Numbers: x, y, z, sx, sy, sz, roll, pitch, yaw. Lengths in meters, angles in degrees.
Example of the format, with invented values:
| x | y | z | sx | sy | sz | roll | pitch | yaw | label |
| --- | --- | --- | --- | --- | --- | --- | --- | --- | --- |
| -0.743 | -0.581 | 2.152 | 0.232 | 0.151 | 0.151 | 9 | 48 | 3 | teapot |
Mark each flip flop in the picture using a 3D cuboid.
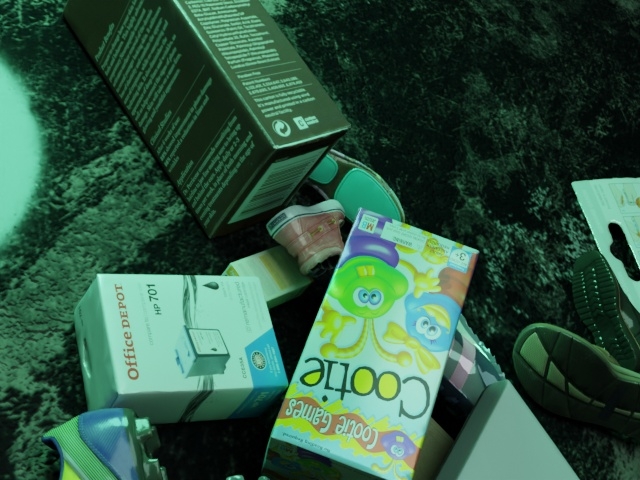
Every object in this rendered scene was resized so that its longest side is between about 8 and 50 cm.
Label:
| x | y | z | sx | sy | sz | roll | pitch | yaw | label |
| --- | --- | --- | --- | --- | --- | --- | --- | --- | --- |
| 0.380 | 0.192 | 1.247 | 0.277 | 0.112 | 0.080 | 23 | 21 | -15 | flip flop |

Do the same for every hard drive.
| x | y | z | sx | sy | sz | roll | pitch | yaw | label |
| --- | --- | --- | --- | --- | --- | --- | --- | --- | --- |
| 0.244 | 0.335 | 0.988 | 0.307 | 0.040 | 0.203 | 53 | 44 | -11 | hard drive |

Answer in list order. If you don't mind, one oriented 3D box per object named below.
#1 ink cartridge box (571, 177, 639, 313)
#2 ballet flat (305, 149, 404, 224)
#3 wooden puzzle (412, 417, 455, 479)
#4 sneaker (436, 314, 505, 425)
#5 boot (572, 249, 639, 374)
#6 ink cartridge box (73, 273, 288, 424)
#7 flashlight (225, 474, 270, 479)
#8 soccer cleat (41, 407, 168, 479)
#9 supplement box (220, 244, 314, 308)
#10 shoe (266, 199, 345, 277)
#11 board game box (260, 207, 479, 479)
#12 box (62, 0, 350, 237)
| x | y | z | sx | sy | sz | roll | pitch | yaw | label |
| --- | --- | --- | --- | --- | --- | --- | --- | --- | --- |
| 0.642 | 0.035 | 1.586 | 0.385 | 0.091 | 0.308 | -3 | 57 | -16 | ink cartridge box |
| 0.022 | -0.085 | 1.235 | 0.221 | 0.077 | 0.079 | 34 | 9 | -7 | ballet flat |
| 0.132 | 0.330 | 1.003 | 0.238 | 0.044 | 0.221 | 41 | 44 | 7 | wooden puzzle |
| 0.128 | 0.148 | 1.115 | 0.131 | 0.112 | 0.319 | -23 | 71 | -22 | sneaker |
| 0.470 | 0.114 | 1.394 | 0.137 | 0.077 | 0.198 | 3 | 68 | -39 | boot |
| -0.147 | 0.113 | 0.948 | 0.190 | 0.082 | 0.139 | 3 | 55 | -35 | ink cartridge box |
| -0.052 | 0.364 | 0.798 | 0.103 | 0.103 | 0.304 | 10 | 52 | -31 | flashlight |
| -0.186 | 0.291 | 0.794 | 0.121 | 0.093 | 0.289 | -11 | 64 | -5 | soccer cleat |
| -0.065 | 0.048 | 1.088 | 0.098 | 0.036 | 0.062 | -20 | 69 | -45 | supplement box |
| 0.000 | 0.000 | 1.127 | 0.081 | 0.063 | 0.178 | 55 | 20 | 10 | shoe |
| 0.054 | 0.130 | 0.960 | 0.144 | 0.142 | 0.275 | 20 | 60 | 3 | board game box |
| -0.153 | -0.216 | 1.127 | 0.143 | 0.191 | 0.381 | -23 | 73 | -44 | box |
